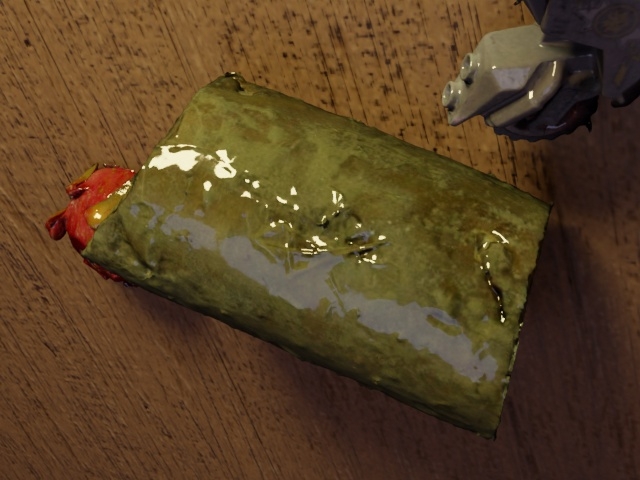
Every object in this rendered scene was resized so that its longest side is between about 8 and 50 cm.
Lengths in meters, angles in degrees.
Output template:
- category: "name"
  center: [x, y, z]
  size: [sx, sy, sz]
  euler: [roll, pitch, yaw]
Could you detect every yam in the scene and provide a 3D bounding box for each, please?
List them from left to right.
- category: "yam"
  center: [0.000, 0.000, 0.649]
  size: [0.304, 0.168, 0.168]
  euler: [24, 139, 10]

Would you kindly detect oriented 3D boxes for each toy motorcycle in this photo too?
- category: "toy motorcycle"
  center: [0.121, -0.116, 0.498]
  size: [0.123, 0.080, 0.215]
  euler: [11, 148, -13]

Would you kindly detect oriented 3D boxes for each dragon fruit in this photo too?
- category: "dragon fruit"
  center: [-0.170, -0.003, 0.828]
  size: [0.126, 0.068, 0.112]
  euler: [9, 134, 28]
